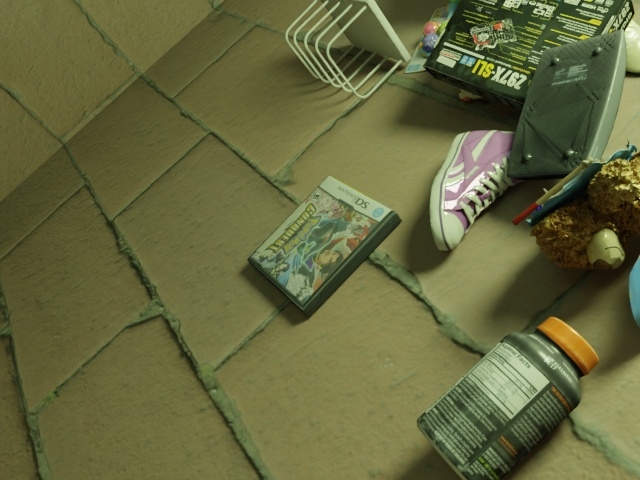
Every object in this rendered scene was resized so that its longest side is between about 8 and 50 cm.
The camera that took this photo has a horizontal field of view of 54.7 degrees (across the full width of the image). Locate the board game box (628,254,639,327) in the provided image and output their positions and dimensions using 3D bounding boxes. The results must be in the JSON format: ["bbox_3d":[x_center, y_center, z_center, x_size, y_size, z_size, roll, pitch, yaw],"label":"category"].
[{"bbox_3d":[0.461,0.045,0.858,0.169,0.133,0.033,-54,30,-16],"label":"board game box"}]

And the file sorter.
[{"bbox_3d":[0.056,-0.509,1.608,0.173,0.193,0.277,-45,36,-1],"label":"file sorter"}]

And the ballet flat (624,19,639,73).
[{"bbox_3d":[0.576,-0.414,1.224,0.086,0.086,0.248,-32,41,9],"label":"ballet flat"}]

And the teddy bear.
[{"bbox_3d":[0.472,-0.068,0.879,0.338,0.245,0.113,-35,66,5],"label":"teddy bear"}]

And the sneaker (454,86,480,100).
[{"bbox_3d":[0.347,-0.325,1.348,0.075,0.057,0.161,-54,44,24],"label":"sneaker"}]

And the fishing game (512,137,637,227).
[{"bbox_3d":[0.384,-0.087,0.925,0.189,0.264,0.041,-46,68,34],"label":"fishing game"}]

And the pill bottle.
[{"bbox_3d":[0.262,0.217,0.849,0.245,0.130,0.130,-42,40,-3],"label":"pill bottle"}]

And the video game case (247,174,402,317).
[{"bbox_3d":[0.000,0.000,1.318,0.275,0.035,0.248,-46,41,-7],"label":"video game case"}]

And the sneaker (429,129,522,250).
[{"bbox_3d":[0.302,-0.103,1.136,0.161,0.102,0.282,2,55,34],"label":"sneaker"}]

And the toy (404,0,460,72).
[{"bbox_3d":[0.302,-0.529,1.555,0.136,0.056,0.237,6,58,42],"label":"toy"}]

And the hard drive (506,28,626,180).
[{"bbox_3d":[0.424,-0.220,1.054,0.172,0.054,0.255,3,71,58],"label":"hard drive"}]

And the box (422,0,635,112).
[{"bbox_3d":[0.403,-0.399,1.233,0.322,0.079,0.257,33,98,35],"label":"box"}]
